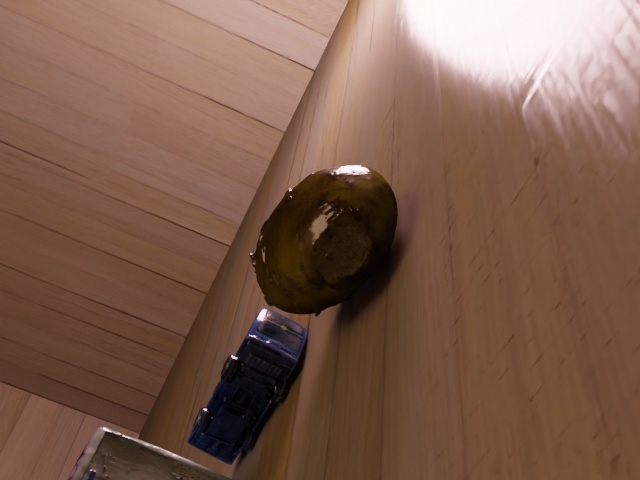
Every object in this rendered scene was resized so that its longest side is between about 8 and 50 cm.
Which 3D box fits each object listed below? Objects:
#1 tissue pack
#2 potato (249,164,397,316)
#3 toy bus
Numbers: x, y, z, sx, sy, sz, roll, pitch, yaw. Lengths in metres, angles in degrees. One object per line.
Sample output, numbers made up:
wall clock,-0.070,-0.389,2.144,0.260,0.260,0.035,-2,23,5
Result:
tissue pack,-0.221,0.359,0.998,0.263,0.198,0.146,-57,10,43
potato,0.000,0.000,0.872,0.149,0.113,0.251,-66,7,-19
toy bus,-0.094,0.182,1.073,0.094,0.079,0.236,-76,13,-51
